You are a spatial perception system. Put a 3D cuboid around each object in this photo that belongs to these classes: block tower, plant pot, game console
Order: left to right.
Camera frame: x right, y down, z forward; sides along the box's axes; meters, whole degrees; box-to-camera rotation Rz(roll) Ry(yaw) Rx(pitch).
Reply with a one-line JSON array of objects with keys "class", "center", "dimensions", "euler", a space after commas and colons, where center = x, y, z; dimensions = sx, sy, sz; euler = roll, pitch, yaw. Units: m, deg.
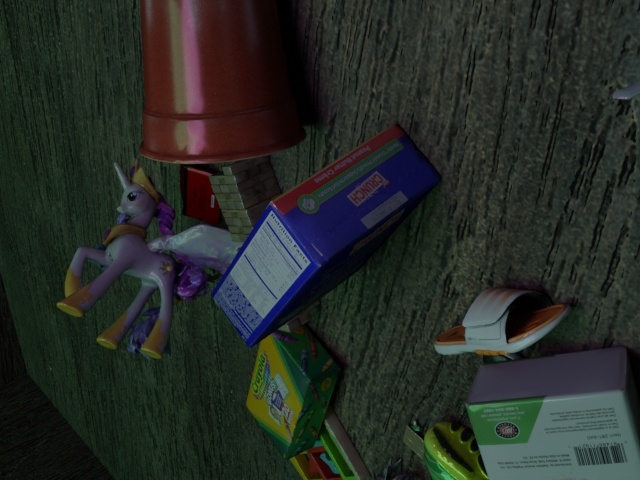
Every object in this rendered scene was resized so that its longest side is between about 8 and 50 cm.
[{"class": "game console", "center": [-0.255, -0.122, 1.688], "dimensions": [0.124, 0.085, 0.144], "euler": [17, 136, 6]}, {"class": "plant pot", "center": [-0.168, -0.284, 1.250], "dimensions": [0.272, 0.273, 0.264], "euler": [18, 120, 46]}, {"class": "block tower", "center": [-0.105, 0.003, 1.514], "dimensions": [0.097, 0.091, 0.335], "euler": [4, 117, 51]}]

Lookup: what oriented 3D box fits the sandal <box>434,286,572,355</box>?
[{"class": "sandal", "center": [0.236, 0.113, 1.138], "dimensions": [0.076, 0.102, 0.265], "euler": [60, 149, -4]}]

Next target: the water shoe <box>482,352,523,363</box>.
[{"class": "water shoe", "center": [0.294, 0.252, 1.184], "dimensions": [0.203, 0.080, 0.073], "euler": [59, 146, 2]}]

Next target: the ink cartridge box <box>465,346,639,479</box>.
[{"class": "ink cartridge box", "center": [0.337, 0.300, 1.067], "dimensions": [0.202, 0.117, 0.278], "euler": [-12, 107, 26]}]

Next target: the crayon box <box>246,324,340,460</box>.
[{"class": "crayon box", "center": [-0.063, 0.307, 1.658], "dimensions": [0.165, 0.081, 0.278], "euler": [48, 140, 33]}]

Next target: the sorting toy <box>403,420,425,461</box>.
[{"class": "sorting toy", "center": [0.181, 0.370, 1.482], "dimensions": [0.062, 0.012, 0.083], "euler": [44, 147, 31]}]

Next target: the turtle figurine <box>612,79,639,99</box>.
[{"class": "turtle figurine", "center": [0.416, -0.176, 0.607], "dimensions": [0.266, 0.274, 0.198], "euler": [0, 149, 48]}]

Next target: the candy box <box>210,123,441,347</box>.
[{"class": "candy box", "center": [0.000, 0.000, 1.213], "dimensions": [0.122, 0.268, 0.317], "euler": [51, 145, 8]}]

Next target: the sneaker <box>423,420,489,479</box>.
[{"class": "sneaker", "center": [0.276, 0.441, 1.332], "dimensions": [0.295, 0.110, 0.123], "euler": [55, 153, 31]}]

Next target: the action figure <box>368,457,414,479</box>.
[{"class": "action figure", "center": [0.189, 0.538, 1.526], "dimensions": [0.285, 0.099, 0.185], "euler": [31, 146, 42]}]

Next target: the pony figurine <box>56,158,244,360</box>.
[{"class": "pony figurine", "center": [-0.328, 0.051, 1.609], "dimensions": [0.351, 0.363, 0.303], "euler": [35, 147, -26]}]

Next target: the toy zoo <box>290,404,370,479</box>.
[{"class": "toy zoo", "center": [-0.021, 0.463, 1.801], "dimensions": [0.192, 0.030, 0.293], "euler": [60, 146, 1]}]
